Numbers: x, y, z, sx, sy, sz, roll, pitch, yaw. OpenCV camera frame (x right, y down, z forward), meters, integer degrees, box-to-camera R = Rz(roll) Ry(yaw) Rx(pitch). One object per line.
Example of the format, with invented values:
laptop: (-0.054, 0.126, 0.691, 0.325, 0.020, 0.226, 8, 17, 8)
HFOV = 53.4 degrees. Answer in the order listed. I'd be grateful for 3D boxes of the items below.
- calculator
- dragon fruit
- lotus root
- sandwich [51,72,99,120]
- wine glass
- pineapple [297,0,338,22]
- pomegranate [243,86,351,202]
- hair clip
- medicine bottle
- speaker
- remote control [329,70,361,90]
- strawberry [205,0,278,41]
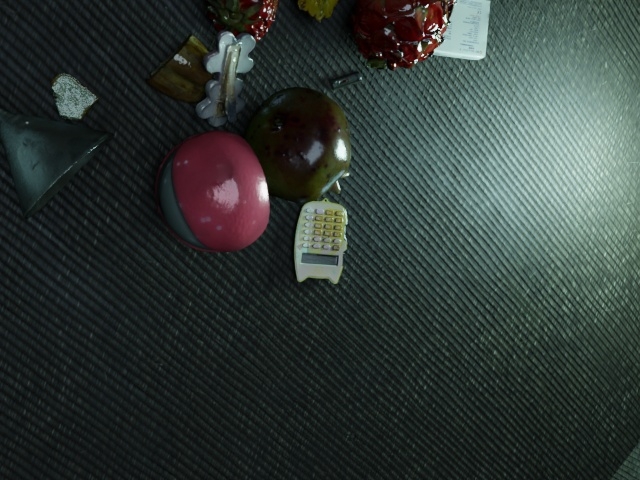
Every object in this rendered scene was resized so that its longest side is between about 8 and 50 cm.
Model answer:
calculator: (0.000, 0.000, 1.765, 0.157, 0.033, 0.236, 6, 94, -21)
dragon fruit: (0.217, -0.580, 1.660, 0.299, 0.244, 0.244, -30, 108, -7)
lotus root: (-0.323, -0.414, 1.543, 0.135, 0.095, 0.159, 31, 92, -26)
sandwich: (-0.584, -0.332, 1.480, 0.105, 0.036, 0.093, 43, 83, -21)
wine glass: (-0.685, -0.270, 1.341, 0.406, 0.267, 0.267, 44, 81, -17)
pineapple: (0.004, -0.696, 1.635, 0.164, 0.140, 0.249, -29, 132, -57)
pomegranate: (-0.052, -0.236, 1.618, 0.291, 0.323, 0.290, 0, 89, 10)
hair clip: (-0.228, -0.384, 1.539, 0.146, 0.075, 0.257, -16, 132, -36)
medicine bottle: (0.384, -0.611, 1.810, 0.201, 0.052, 0.171, 0, 98, -22)
speaker: (-0.245, -0.113, 1.499, 0.294, 0.294, 0.294, -3, 99, -21)
remote control: (0.070, -0.435, 1.732, 0.091, 0.016, 0.034, -23, 101, -17)
strawberry: (-0.186, -0.584, 1.534, 0.187, 0.184, 0.201, 46, 56, -23)
